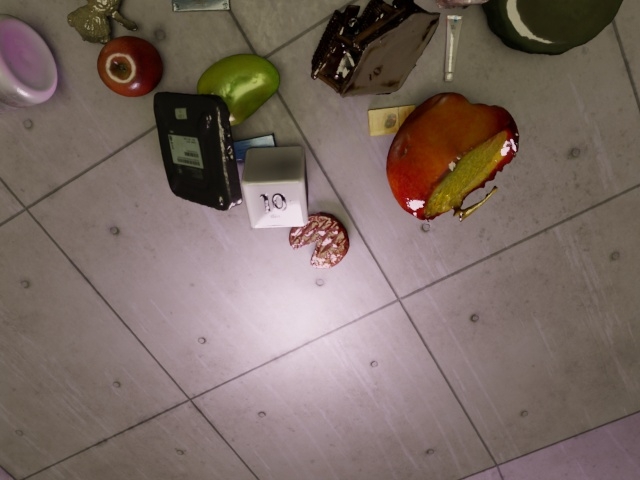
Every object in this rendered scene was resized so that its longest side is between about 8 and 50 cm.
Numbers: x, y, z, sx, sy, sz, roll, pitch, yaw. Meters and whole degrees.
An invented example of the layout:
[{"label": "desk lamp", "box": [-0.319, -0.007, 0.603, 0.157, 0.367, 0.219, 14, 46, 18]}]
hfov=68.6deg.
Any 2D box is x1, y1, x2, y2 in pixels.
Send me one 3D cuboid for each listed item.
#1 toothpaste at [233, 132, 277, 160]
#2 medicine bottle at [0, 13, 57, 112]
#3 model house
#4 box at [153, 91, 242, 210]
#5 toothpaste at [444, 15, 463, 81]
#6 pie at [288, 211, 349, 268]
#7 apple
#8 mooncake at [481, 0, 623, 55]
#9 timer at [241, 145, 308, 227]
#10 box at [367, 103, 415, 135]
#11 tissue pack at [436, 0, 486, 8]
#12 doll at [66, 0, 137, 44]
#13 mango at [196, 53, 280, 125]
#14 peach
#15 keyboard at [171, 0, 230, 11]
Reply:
[{"label": "toothpaste", "box": [-0.284, -0.302, 1.577, 0.273, 0.053, 0.066, -10, 108, 5]}, {"label": "medicine bottle", "box": [-0.999, -0.504, 1.393, 0.326, 0.256, 0.255, -10, 112, 13]}, {"label": "model house", "box": [0.112, -0.592, 1.353, 0.282, 0.297, 0.317, 46, 119, 30]}, {"label": "box", "box": [-0.389, -0.281, 1.463, 0.360, 0.091, 0.349, 17, 123, 38]}, {"label": "toothpaste", "box": [0.408, -0.595, 1.459, 0.048, 0.031, 0.190, 2, 109, 3]}, {"label": "pie", "box": [0.000, 0.000, 1.699, 0.205, 0.054, 0.218, -30, 107, 12]}, {"label": "apple", "box": [-0.576, -0.528, 1.425, 0.181, 0.168, 0.180, -1, 108, -3]}, {"label": "mooncake", "box": [0.648, -0.709, 1.321, 0.357, 0.194, 0.355, 1, 109, 3]}, {"label": "timer", "box": [-0.141, -0.173, 1.523, 0.193, 0.194, 0.194, -2, 136, 2]}, {"label": "box", "box": [0.236, -0.396, 1.546, 0.155, 0.023, 0.086, -6, 115, 3]}, {"label": "tissue pack", "box": [0.414, -0.746, 1.272, 0.123, 0.256, 0.214, 6, 113, -5]}, {"label": "doll", "box": [-0.639, -0.730, 1.390, 0.203, 0.091, 0.285, 6, 111, -14]}, {"label": "mango", "box": [-0.262, -0.474, 1.451, 0.273, 0.149, 0.185, -36, 95, 16]}, {"label": "peach", "box": [0.385, -0.268, 1.444, 0.335, 0.309, 0.405, 6, 132, -42]}, {"label": "keyboard", "box": [-0.363, -0.725, 1.421, 0.177, 0.014, 0.055, -1, 112, 1]}]
